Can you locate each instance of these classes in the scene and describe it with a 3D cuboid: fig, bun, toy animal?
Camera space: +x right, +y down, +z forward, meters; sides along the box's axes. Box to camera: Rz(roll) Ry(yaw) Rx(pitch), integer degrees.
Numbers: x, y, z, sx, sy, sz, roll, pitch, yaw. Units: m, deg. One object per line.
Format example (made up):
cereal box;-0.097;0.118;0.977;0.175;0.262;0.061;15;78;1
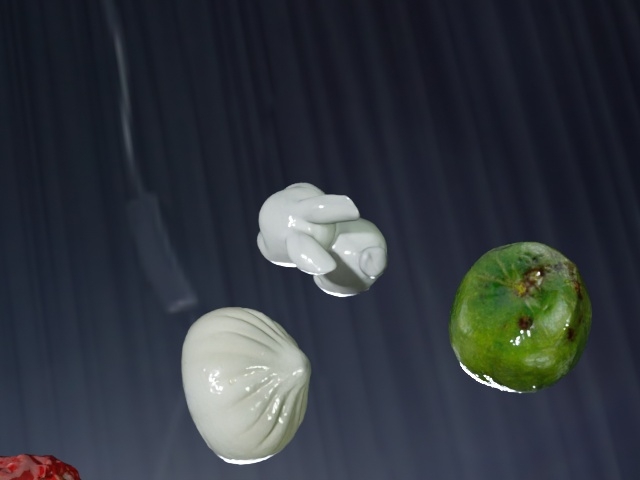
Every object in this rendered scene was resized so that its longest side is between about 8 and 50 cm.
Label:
fig;0.289;0.133;2.156;0.203;0.203;0.235;-17;141;17
bun;-0.052;0.121;1.363;0.094;0.138;0.138;-15;162;27
toy animal;0.008;0.002;2.284;0.178;0.127;0.193;24;171;42

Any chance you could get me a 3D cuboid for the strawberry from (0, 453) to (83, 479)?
strawberry;-0.410;0.414;1.928;0.310;0.291;0.292;-11;162;-1
